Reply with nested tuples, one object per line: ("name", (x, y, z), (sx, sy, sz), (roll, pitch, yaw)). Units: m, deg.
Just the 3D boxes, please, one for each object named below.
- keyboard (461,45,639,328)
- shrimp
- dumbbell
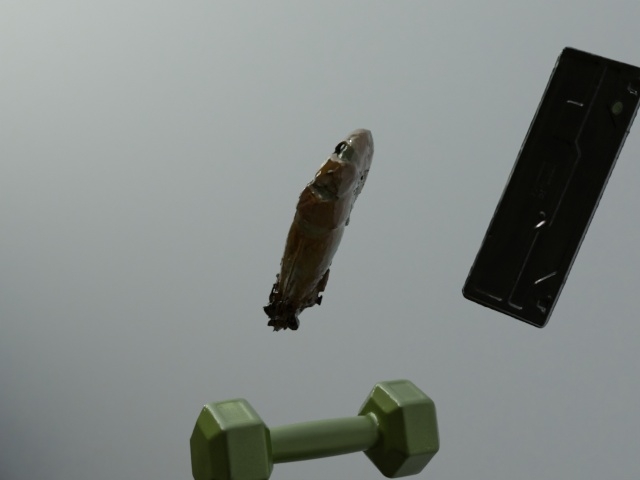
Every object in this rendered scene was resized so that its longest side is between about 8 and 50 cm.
("keyboard", (0.130, -0.031, 0.446), (0.053, 0.155, 0.010), (23, 0, 18))
("shrimp", (0.000, 0.000, 0.603), (0.043, 0.091, 0.184), (29, -68, 11))
("dumbbell", (-0.001, 0.237, 0.959), (0.121, 0.301, 0.108), (37, -56, 58))
